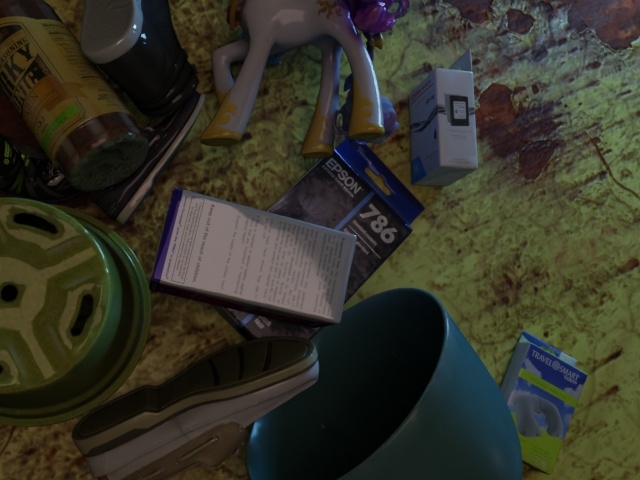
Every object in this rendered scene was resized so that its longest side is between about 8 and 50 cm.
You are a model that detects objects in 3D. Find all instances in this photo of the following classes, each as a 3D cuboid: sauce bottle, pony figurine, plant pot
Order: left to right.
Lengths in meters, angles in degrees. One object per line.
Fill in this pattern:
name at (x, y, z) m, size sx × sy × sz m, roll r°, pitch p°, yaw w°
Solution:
plant pot at (-0.316, 0.069, 0.733) m, size 0.276 × 0.254 × 0.276 m, roll 3°, pitch 80°, yaw -16°
sauce bottle at (-0.344, -0.216, 0.834) m, size 0.111 × 0.111 × 0.344 m, roll -34°, pitch 76°, yaw -19°
pony figurine at (0.002, -0.298, 0.894) m, size 0.351 × 0.303 × 0.363 m, roll -2°, pitch 81°, yaw 1°
plant pot at (0.099, 0.241, 0.816) m, size 0.235 × 0.293 × 0.293 m, roll 46°, pitch 71°, yaw -19°

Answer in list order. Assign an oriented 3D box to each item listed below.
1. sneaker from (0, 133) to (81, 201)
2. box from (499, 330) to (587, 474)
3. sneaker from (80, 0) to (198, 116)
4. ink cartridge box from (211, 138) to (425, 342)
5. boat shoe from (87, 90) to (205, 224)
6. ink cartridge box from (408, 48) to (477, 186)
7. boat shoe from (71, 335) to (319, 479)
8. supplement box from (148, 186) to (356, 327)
sneaker at (-0.371, -0.089, 0.837) m, size 0.188 × 0.078 × 0.067 m, roll 4°, pitch 78°, yaw -18°
box at (0.314, 0.233, 0.999) m, size 0.109 × 0.042 × 0.178 m, roll 29°, pitch 74°, yaw -10°
sneaker at (-0.228, -0.276, 0.901) m, size 0.105 × 0.147 × 0.295 m, roll -18°, pitch 48°, yaw 13°
ink cartridge box at (0.000, 0.000, 0.939) m, size 0.165 × 0.065 × 0.332 m, roll 45°, pitch 71°, yaw -4°
boat shoe at (-0.222, -0.121, 0.889) m, size 0.065 × 0.075 × 0.206 m, roll 34°, pitch 77°, yaw -11°
ink cartridge box at (0.175, -0.178, 0.999) m, size 0.060 × 0.104 × 0.180 m, roll 2°, pitch 79°, yaw -15°
boat shoe at (-0.135, 0.210, 0.828) m, size 0.302 × 0.113 × 0.103 m, roll -21°, pitch 107°, yaw 2°
supplement box at (-0.083, 0.026, 0.819) m, size 0.220 × 0.111 × 0.114 m, roll 13°, pitch 77°, yaw -12°
